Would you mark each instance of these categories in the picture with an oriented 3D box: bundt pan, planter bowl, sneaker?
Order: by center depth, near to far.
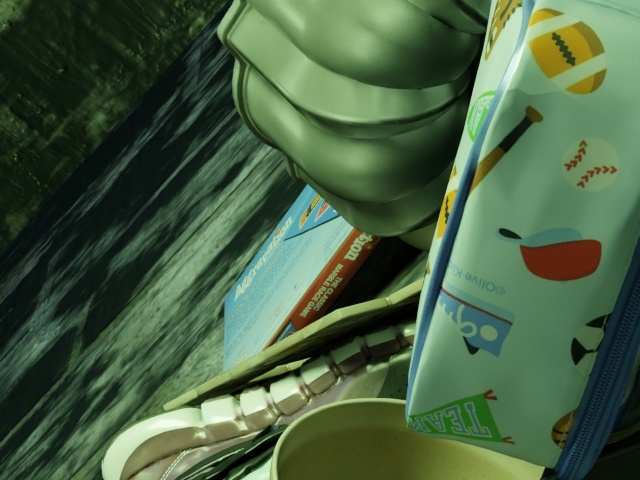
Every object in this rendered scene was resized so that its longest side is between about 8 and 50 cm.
[{"bbox_3d":[0.040,0.168,0.881,0.162,0.162,0.109,-82,9,-62],"label":"planter bowl"},{"bbox_3d":[0.114,-0.124,1.061,0.331,0.331,0.124,-47,42,13],"label":"bundt pan"},{"bbox_3d":[0.007,0.160,1.102,0.281,0.106,0.162,-23,60,15],"label":"sneaker"}]

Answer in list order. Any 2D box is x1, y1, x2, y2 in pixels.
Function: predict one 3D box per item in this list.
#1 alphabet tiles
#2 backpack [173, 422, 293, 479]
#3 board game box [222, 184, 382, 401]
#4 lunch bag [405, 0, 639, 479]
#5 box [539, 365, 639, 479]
[{"bbox_3d":[0.039,0.055,1.153,0.198,0.009,0.237,-12,-13,-41],"label":"alphabet tiles"},{"bbox_3d":[-0.051,0.183,0.997,0.182,0.115,0.152,-38,-2,-4],"label":"backpack"},{"bbox_3d":[0.000,0.000,1.444,0.281,0.027,0.145,-53,23,30],"label":"board game box"},{"bbox_3d":[0.122,-0.046,0.854,0.303,0.115,0.243,-67,-10,-56],"label":"lunch bag"},{"bbox_3d":[0.238,0.014,0.825,0.270,0.060,0.216,-31,23,49],"label":"box"}]
